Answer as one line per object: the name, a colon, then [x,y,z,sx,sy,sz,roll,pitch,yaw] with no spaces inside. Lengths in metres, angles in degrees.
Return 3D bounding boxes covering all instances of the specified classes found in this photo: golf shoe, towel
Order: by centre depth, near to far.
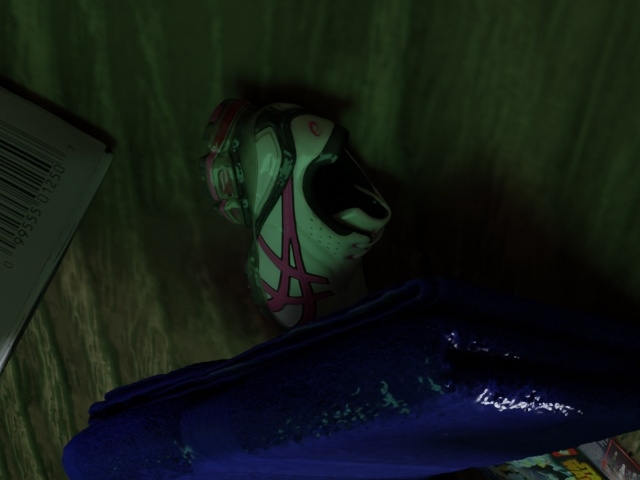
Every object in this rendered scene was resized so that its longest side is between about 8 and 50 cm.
golf shoe: [0.000,0.000,1.083,0.086,0.067,0.186,8,146,27]
towel: [0.029,0.090,1.125,0.228,0.076,0.308,8,161,-44]

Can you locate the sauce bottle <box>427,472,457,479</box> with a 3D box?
sauce bottle: [0.075,0.173,1.321,0.042,0.042,0.128,9,144,24]

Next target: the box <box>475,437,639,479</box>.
box: [0.157,0.151,1.243,0.094,0.027,0.137,-12,134,44]

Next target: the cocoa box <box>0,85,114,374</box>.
cocoa box: [-0.311,0.071,1.138,0.231,0.347,0.228,28,149,-7]
